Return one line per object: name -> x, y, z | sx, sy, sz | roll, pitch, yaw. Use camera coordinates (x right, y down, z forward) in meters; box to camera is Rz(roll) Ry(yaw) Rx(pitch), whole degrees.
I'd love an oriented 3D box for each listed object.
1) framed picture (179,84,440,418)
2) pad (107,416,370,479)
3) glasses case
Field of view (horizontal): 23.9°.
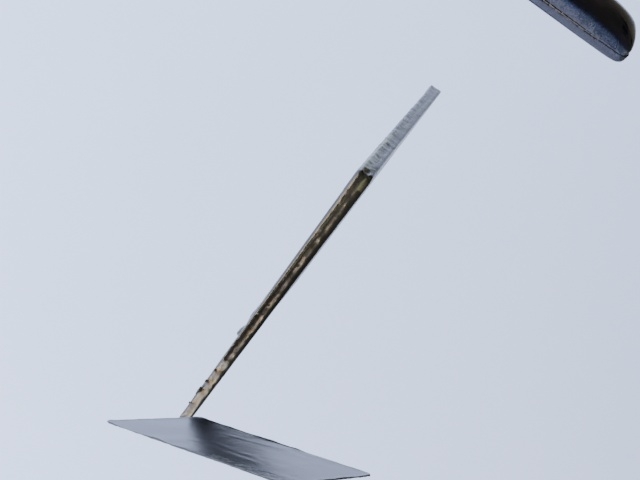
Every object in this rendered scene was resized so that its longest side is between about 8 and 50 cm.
framed picture -> 0.000, 0.000, 1.279 | 0.255, 0.014, 0.338 | -53, -1, 20
pad -> -0.056, 0.142, 1.034 | 0.112, 0.157, 0.003 | 7, -85, -57
glasses case -> 0.143, -0.135, 0.839 | 0.083, 0.023, 0.033 | 35, -130, -9
